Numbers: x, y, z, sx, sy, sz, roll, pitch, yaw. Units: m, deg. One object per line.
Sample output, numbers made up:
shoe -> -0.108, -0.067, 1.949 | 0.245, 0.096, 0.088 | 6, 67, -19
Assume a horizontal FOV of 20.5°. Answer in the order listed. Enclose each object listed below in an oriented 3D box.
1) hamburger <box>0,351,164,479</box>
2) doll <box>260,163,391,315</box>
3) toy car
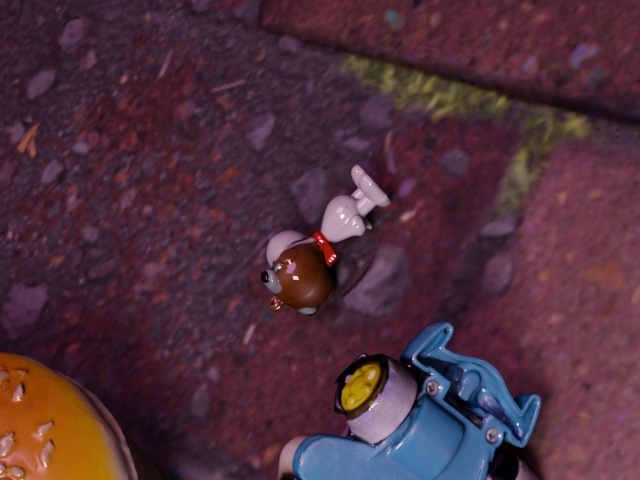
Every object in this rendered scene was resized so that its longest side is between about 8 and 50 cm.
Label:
hamburger -> -0.203, 0.204, 0.931 | 0.227, 0.151, 0.295 | 23, 78, 42
doll -> 0.004, 0.002, 0.964 | 0.085, 0.040, 0.058 | -33, 37, 19
toy car -> 0.020, 0.119, 0.827 | 0.098, 0.126, 0.161 | 3, 59, 59
